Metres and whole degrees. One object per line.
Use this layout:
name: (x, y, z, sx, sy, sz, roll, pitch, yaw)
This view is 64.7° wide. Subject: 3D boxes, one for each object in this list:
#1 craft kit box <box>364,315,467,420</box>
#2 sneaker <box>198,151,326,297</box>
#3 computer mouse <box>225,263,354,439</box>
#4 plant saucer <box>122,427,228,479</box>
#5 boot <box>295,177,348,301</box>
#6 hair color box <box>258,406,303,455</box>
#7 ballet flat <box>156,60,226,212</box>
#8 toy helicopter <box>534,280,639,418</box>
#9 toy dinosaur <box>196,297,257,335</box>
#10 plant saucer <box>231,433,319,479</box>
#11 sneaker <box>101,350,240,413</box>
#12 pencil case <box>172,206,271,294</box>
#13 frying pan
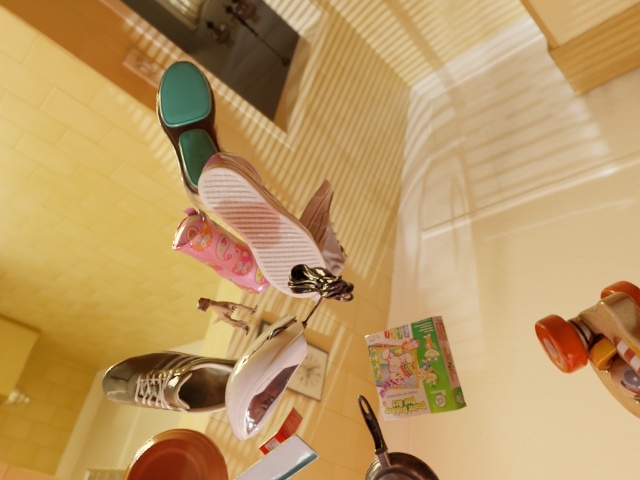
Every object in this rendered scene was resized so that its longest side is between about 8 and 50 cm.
craft kit box: (0.256, 0.359, 1.408, 0.250, 0.061, 0.247, -27, -109, 40)
sneaker: (-0.087, -0.038, 0.862, 0.102, 0.282, 0.161, -33, -157, 8)
computer mouse: (-0.045, 0.108, 0.506, 0.193, 0.042, 0.106, -58, -152, -4)
plant saucer: (-0.261, 0.432, 0.884, 0.199, 0.037, 0.200, -4, -117, 8)
boot: (0.000, 0.000, 0.990, 0.095, 0.123, 0.258, -43, -163, 55)
hair color box: (-0.096, 0.479, 1.262, 0.072, 0.043, 0.141, -43, 177, 14)
ballet flat: (-0.253, -0.205, 1.022, 0.123, 0.123, 0.349, -36, -120, 29)
toy helicopter: (0.408, 0.167, 0.582, 0.140, 0.355, 0.235, -26, -102, 0)
toy dinosaur: (-0.156, 0.118, 0.847, 0.183, 0.092, 0.053, 97, 14, -73)
plant saucer: (-0.093, 0.426, 0.937, 0.192, 0.067, 0.018, -41, -165, 13)
sneaker: (-0.166, 0.164, 0.585, 0.086, 0.192, 0.064, 106, -16, -84)
pencil case: (-0.238, 0.031, 1.279, 0.124, 0.284, 0.124, -26, -135, 28)
frying pan: (0.187, 0.537, 1.191, 0.197, 0.053, 0.326, -6, -90, 25)
